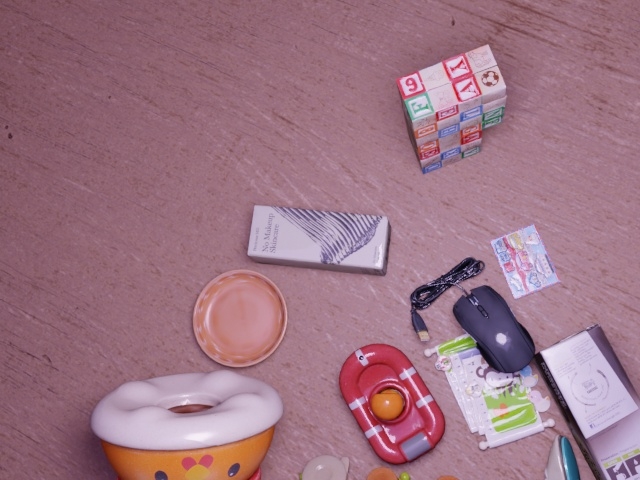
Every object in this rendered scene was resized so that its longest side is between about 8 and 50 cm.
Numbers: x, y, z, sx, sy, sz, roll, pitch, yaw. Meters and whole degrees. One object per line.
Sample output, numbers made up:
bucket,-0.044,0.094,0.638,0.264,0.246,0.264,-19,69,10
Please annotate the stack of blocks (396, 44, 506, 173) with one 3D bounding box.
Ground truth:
stack of blocks,0.250,-0.237,1.508,0.171,0.297,0.087,-20,74,5

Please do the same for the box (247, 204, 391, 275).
box,0.000,0.000,1.610,0.275,0.094,0.113,4,80,10

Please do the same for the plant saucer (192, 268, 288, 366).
plant saucer,-0.162,0.160,1.637,0.200,0.037,0.200,-2,78,10

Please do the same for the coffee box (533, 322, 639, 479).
coffee box,0.503,0.310,1.421,0.119,0.168,0.297,-26,76,4

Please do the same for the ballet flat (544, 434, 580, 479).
ballet flat,0.446,0.482,1.448,0.086,0.086,0.248,-18,77,6

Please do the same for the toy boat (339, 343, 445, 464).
toy boat,0.128,0.303,1.498,0.151,0.151,0.231,-32,75,2

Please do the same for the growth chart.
growth chart,0.329,0.278,1.535,0.172,0.021,0.237,-28,76,3

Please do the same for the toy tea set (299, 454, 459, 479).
toy tea set,0.116,0.525,1.497,0.336,0.124,0.200,2,50,14

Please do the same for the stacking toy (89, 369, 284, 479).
stacking toy,-0.235,0.506,1.488,0.351,0.350,0.479,-1,97,10

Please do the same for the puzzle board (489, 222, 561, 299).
puzzle board,0.403,0.040,1.574,0.096,0.011,0.128,-22,76,5

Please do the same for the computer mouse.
computer mouse,0.271,0.152,1.505,0.184,0.060,0.262,-29,52,5
